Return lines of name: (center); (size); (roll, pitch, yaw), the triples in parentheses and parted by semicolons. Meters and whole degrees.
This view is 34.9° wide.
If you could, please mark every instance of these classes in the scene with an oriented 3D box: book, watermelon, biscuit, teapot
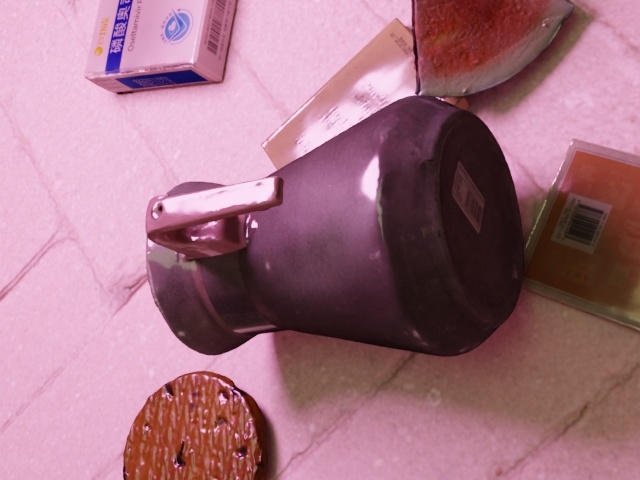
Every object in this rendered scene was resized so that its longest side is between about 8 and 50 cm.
book: (0.049, -0.135, 1.205); (0.231, 0.026, 0.161); (-41, 56, 13)
book: (0.323, 0.005, 0.991); (0.241, 0.018, 0.170); (22, 87, 36)
watermelon: (0.141, -0.259, 1.116); (0.207, 0.202, 0.136); (-49, 15, -9)
biscuit: (-0.146, 0.259, 1.184); (0.212, 0.036, 0.212); (-10, 70, 29)
teapot: (0.000, 0.000, 1.027); (0.343, 0.300, 0.253); (-12, 68, 31)

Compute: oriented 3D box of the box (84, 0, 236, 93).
box: (-0.206, -0.380, 1.422); (0.200, 0.065, 0.344); (-1, 73, 31)
